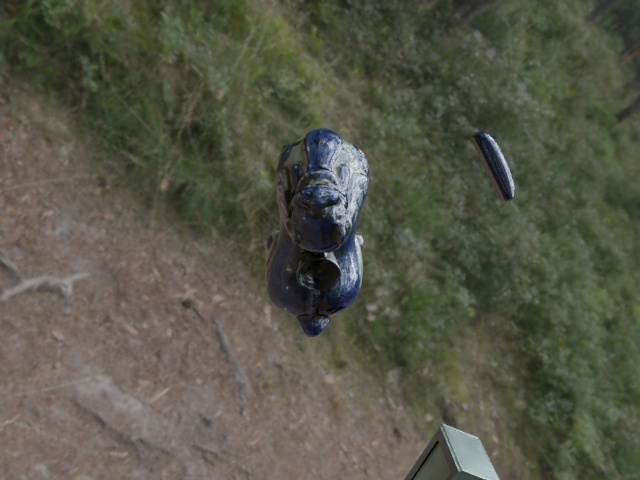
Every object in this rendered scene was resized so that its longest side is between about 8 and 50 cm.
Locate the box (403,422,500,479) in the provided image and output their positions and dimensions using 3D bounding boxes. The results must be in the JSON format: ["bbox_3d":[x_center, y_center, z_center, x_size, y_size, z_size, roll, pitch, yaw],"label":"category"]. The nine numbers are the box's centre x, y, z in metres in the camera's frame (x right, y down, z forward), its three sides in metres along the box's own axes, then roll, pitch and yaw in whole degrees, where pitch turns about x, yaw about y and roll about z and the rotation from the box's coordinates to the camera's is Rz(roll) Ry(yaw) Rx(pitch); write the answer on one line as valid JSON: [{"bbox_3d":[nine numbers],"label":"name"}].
[{"bbox_3d":[0.196,0.446,1.449,0.086,0.225,0.129,24,18,-17],"label":"box"}]

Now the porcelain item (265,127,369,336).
[{"bbox_3d":[0.000,0.000,1.109,0.138,0.287,0.186,4,38,-4],"label":"porcelain item"}]

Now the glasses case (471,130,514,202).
[{"bbox_3d":[0.190,-0.081,0.916,0.083,0.023,0.033,63,-1,-6],"label":"glasses case"}]
